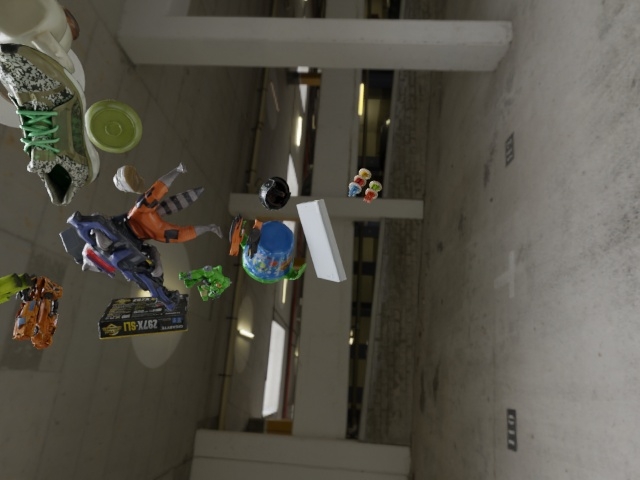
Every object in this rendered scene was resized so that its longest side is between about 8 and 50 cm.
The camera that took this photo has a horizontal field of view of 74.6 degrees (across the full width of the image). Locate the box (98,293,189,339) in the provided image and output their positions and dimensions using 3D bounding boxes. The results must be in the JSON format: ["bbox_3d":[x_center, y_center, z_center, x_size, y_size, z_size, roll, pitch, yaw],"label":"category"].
[{"bbox_3d":[-0.710,0.305,1.728,0.257,0.322,0.079,-147,55,-71],"label":"box"}]

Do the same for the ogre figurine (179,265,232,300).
[{"bbox_3d":[-0.414,0.149,1.546,0.197,0.118,0.097,55,-165,-30],"label":"ogre figurine"}]

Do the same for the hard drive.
[{"bbox_3d":[0.000,0.000,1.613,0.203,0.040,0.308,2,109,66],"label":"hard drive"}]

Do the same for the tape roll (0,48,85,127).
[{"bbox_3d":[-1.080,-0.594,1.534,0.072,0.392,0.392,45,160,24],"label":"tape roll"}]

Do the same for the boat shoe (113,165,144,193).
[{"bbox_3d":[-0.803,-0.243,1.732,0.277,0.096,0.098,150,122,-77],"label":"boat shoe"}]

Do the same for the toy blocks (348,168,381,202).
[{"bbox_3d":[0.173,-0.201,1.680,0.054,0.123,0.148,-26,23,49],"label":"toy blocks"}]

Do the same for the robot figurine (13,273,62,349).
[{"bbox_3d":[-1.135,0.278,1.706,0.211,0.085,0.291,75,-174,-58],"label":"robot figurine"}]

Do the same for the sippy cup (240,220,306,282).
[{"bbox_3d":[-0.213,0.036,1.815,0.224,0.305,0.240,117,154,-57],"label":"sippy cup"}]

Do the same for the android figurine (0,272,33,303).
[{"bbox_3d":[-0.918,0.161,1.095,0.056,0.272,0.248,66,160,-5],"label":"android figurine"}]

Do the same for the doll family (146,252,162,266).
[{"bbox_3d":[-0.677,0.065,1.532,0.111,0.193,0.076,-54,34,-5],"label":"doll family"}]

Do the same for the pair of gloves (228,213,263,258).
[{"bbox_3d":[-0.133,-0.006,0.746,0.083,0.010,0.074,17,-96,-62],"label":"pair of gloves"}]

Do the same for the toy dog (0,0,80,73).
[{"bbox_3d":[-0.825,-0.641,1.180,0.285,0.395,0.408,-54,23,-4],"label":"toy dog"}]

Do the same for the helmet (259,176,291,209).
[{"bbox_3d":[-0.234,-0.239,2.147,0.161,0.169,0.169,-123,32,-65],"label":"helmet"}]

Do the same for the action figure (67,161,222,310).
[{"bbox_3d":[-0.417,0.002,1.038,0.178,0.330,0.341,-119,5,-52],"label":"action figure"}]

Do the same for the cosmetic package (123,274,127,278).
[{"bbox_3d":[-0.982,0.081,2.122,0.239,0.099,0.060,47,154,34],"label":"cosmetic package"}]

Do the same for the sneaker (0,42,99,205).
[{"bbox_3d":[-0.635,-0.244,0.988,0.410,0.158,0.182,97,168,-50],"label":"sneaker"}]

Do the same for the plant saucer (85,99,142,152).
[{"bbox_3d":[-0.935,-0.509,1.900,0.037,0.241,0.241,-127,33,-55],"label":"plant saucer"}]

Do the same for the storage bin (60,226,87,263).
[{"bbox_3d":[-0.985,0.011,1.703,0.135,0.098,0.091,53,169,24],"label":"storage bin"}]
